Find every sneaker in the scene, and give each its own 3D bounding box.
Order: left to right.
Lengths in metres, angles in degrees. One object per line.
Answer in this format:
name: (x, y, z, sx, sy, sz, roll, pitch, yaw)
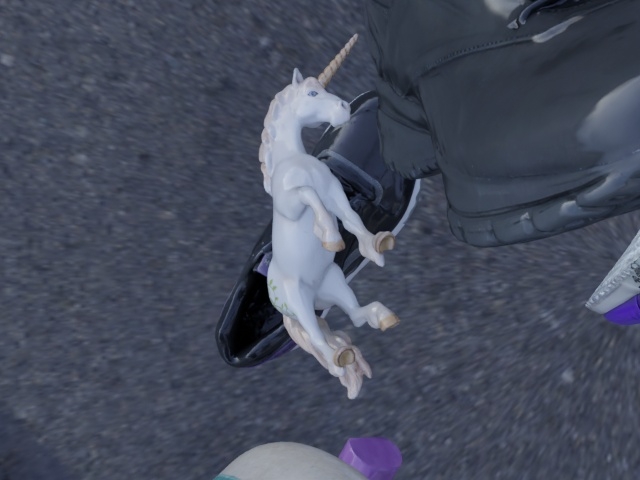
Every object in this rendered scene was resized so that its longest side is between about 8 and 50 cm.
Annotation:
sneaker: (0.000, 0.000, 1.490, 0.107, 0.124, 0.283, 32, 109, 8)
sneaker: (0.066, -0.079, 0.577, 0.109, 0.286, 0.130, -20, 105, -12)
sneaker: (0.335, 0.051, 1.476, 0.146, 0.293, 0.102, 37, 81, 4)

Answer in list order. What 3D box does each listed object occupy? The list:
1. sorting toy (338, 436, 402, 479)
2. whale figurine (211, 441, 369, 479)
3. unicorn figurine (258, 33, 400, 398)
sorting toy: (0.072, 0.372, 1.768, 0.127, 0.365, 0.126, 11, 124, -25)
whale figurine: (0.023, 0.229, 0.891, 0.141, 0.216, 0.272, -43, 54, -18)
unicorn figurine: (-0.001, -0.009, 0.828, 0.111, 0.060, 0.162, 46, 128, 49)
